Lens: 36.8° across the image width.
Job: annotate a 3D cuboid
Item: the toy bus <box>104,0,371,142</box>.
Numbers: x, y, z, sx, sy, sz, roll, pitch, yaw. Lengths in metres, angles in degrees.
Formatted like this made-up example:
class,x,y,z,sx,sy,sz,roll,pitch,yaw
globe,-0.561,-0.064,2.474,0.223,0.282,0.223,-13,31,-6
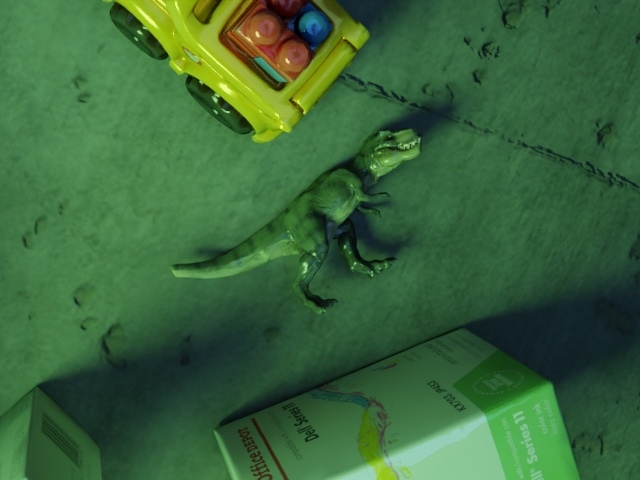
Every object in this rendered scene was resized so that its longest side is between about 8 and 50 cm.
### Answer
class,x,y,z,sx,sy,sz,roll,pitch,yaw
toy bus,-0.070,-0.192,0.804,0.220,0.211,0.149,41,88,-14

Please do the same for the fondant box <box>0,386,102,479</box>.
class,x,y,z,sx,sy,sz,roll,pitch,yaw
fondant box,-0.331,0.291,0.786,0.330,0.238,0.096,-42,106,-6

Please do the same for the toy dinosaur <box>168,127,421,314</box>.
class,x,y,z,sx,sy,sz,roll,pitch,yaw
toy dinosaur,0.000,0.000,0.925,0.268,0.064,0.118,-34,90,-7

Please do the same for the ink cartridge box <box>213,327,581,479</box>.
class,x,y,z,sx,sy,sz,roll,pitch,yaw
ink cartridge box,0.029,0.216,0.883,0.353,0.207,0.119,-21,103,-11
